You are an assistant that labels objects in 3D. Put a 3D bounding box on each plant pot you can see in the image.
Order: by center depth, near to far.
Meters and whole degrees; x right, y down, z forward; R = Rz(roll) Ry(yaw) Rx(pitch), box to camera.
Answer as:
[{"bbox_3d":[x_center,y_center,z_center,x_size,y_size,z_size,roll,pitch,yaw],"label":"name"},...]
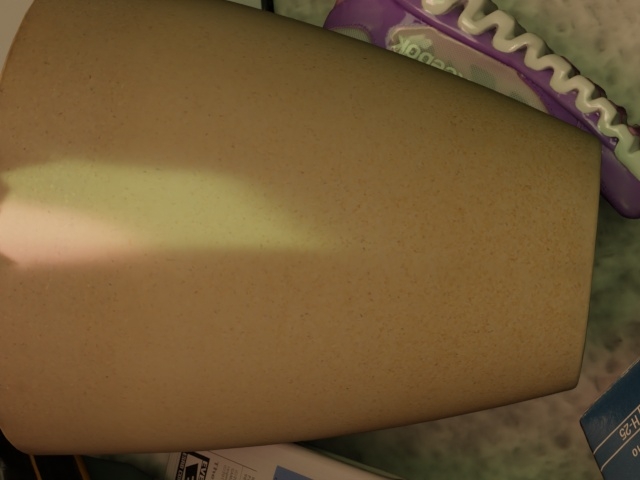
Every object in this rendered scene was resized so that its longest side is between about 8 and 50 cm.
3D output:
[{"bbox_3d":[0.000,0.000,0.727,0.274,0.256,0.256,6,85,9],"label":"plant pot"}]

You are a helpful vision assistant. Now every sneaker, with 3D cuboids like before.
[{"bbox_3d":[0.090,-0.080,0.815,0.236,0.095,0.104,41,99,17],"label":"sneaker"}]

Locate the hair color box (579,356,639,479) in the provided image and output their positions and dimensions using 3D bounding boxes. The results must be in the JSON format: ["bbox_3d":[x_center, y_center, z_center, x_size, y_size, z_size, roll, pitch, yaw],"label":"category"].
[{"bbox_3d":[0.254,0.197,0.610,0.105,0.174,0.347,-51,33,27],"label":"hair color box"}]

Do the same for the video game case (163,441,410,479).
[{"bbox_3d":[-0.033,0.269,0.720,0.036,0.300,0.329,15,85,-30],"label":"video game case"}]

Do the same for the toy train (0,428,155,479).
[{"bbox_3d":[-0.203,0.254,0.780,0.190,0.142,0.334,14,99,-21],"label":"toy train"}]

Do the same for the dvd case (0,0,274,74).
[{"bbox_3d":[-0.153,-0.132,0.897,0.253,0.022,0.180,-7,83,10],"label":"dvd case"}]
